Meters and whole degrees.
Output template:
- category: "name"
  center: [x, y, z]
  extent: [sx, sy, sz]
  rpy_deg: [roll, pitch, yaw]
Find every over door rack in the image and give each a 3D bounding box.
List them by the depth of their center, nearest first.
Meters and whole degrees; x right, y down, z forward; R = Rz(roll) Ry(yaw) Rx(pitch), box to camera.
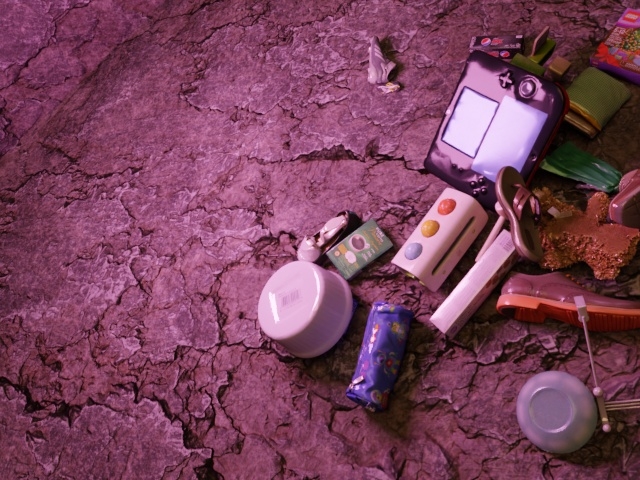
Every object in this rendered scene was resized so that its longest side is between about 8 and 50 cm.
- category: "over door rack"
  center: [0.727, 0.269, 1.336]
  extent: [0.239, 0.108, 0.324]
  rpy_deg: [-12, 95, 18]

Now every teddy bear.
- category: "teddy bear"
  center: [0.671, -0.021, 1.585]
  extent: [0.338, 0.113, 0.245]
  rpy_deg: [10, 66, 36]

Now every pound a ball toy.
- category: "pound a ball toy"
  center: [0.368, -0.016, 1.658]
  extent: [0.319, 0.136, 0.208]
  rpy_deg: [-53, 38, -4]

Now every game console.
- category: "game console"
  center: [0.490, -0.308, 1.704]
  extent: [0.342, 0.060, 0.386]
  rpy_deg: [37, 119, 32]

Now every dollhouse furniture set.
- category: "dollhouse furniture set"
  center: [0.716, -0.459, 1.690]
  extent: [0.301, 0.151, 0.197]
  rpy_deg: [40, 84, 22]

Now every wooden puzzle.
- category: "wooden puzzle"
  center: [0.760, -0.131, 1.640]
  extent: [0.049, 0.006, 0.083]
  rpy_deg: [-20, 60, 15]

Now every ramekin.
- category: "ramekin"
  center: [-0.055, 0.194, 1.750]
  extent: [0.277, 0.135, 0.277]
  rpy_deg: [-22, 52, 31]

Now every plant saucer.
- category: "plant saucer"
  center: [0.561, 0.411, 1.432]
  extent: [0.195, 0.037, 0.195]
  rpy_deg: [-16, 64, 35]

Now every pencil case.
- category: "pencil case"
  center: [0.160, 0.316, 1.637]
  extent: [0.119, 0.133, 0.306]
  rpy_deg: [-1, 64, 50]

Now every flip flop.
- category: "flip flop"
  center: [0.534, -0.077, 1.546]
  extent: [0.080, 0.112, 0.277]
  rpy_deg: [-43, 44, 49]

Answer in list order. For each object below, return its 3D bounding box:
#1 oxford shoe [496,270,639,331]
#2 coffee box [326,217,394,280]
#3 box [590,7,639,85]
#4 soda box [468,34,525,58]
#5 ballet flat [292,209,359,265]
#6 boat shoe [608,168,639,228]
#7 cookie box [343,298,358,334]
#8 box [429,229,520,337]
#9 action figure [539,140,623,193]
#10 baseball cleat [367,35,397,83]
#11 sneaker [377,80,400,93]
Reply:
- category: "oxford shoe"
  center: [0.640, 0.141, 1.502]
  extent: [0.363, 0.130, 0.133]
  rpy_deg: [7, 63, 26]
- category: "coffee box"
  center: [0.123, 0.030, 1.827]
  extent: [0.184, 0.040, 0.113]
  rpy_deg: [-39, 71, 5]
- category: "box"
  center: [0.965, -0.538, 1.704]
  extent: [0.293, 0.057, 0.201]
  rpy_deg: [34, 83, 33]
- category: "soda box"
  center: [0.571, -0.626, 1.925]
  extent: [0.169, 0.060, 0.053]
  rpy_deg: [9, 72, 27]
- category: "ballet flat"
  center: [0.000, 0.000, 1.876]
  extent: [0.280, 0.096, 0.095]
  rpy_deg: [-44, 59, 1]
- category: "boat shoe"
  center: [0.817, -0.120, 1.496]
  extent: [0.324, 0.123, 0.116]
  rpy_deg: [-22, 25, -29]
- category: "cookie box"
  center: [0.050, 0.218, 1.785]
  extent: [0.092, 0.040, 0.107]
  rpy_deg: [16, 74, 31]
- category: "box"
  center: [0.429, 0.118, 1.613]
  extent: [0.324, 0.063, 0.067]
  rpy_deg: [-52, 49, 5]
- category: "action figure"
  center: [0.740, -0.184, 1.633]
  extent: [0.137, 0.063, 0.232]
  rpy_deg: [-40, 51, -14]
- category: "baseball cleat"
  center: [0.218, -0.635, 2.098]
  extent: [0.109, 0.072, 0.206]
  rpy_deg: [2, 68, 7]
- category: "sneaker"
  center: [0.238, -0.531, 2.057]
  extent: [0.083, 0.031, 0.035]
  rpy_deg: [2, 55, 21]
